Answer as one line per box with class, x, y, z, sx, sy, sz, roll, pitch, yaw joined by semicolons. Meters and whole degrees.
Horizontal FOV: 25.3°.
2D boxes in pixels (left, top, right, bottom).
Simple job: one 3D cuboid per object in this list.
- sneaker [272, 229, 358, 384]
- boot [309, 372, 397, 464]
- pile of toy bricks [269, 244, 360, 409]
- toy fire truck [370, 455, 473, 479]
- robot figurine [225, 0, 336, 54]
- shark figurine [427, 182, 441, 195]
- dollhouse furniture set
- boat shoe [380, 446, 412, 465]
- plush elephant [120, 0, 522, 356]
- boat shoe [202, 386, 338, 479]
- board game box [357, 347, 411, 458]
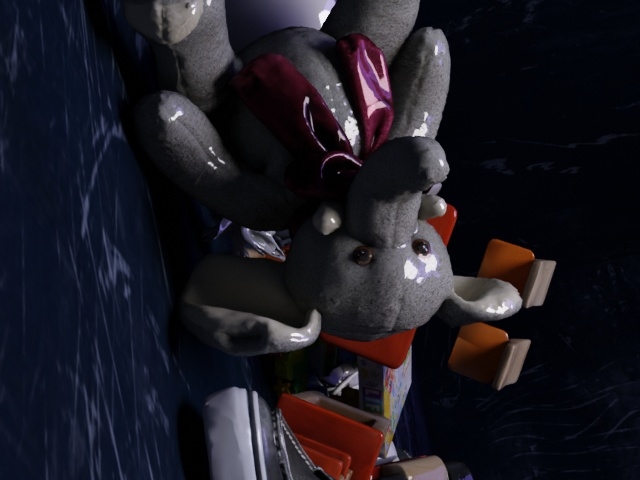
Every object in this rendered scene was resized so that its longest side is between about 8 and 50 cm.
sneaker;0.001;0.046;1.494;0.163;0.086;0.226;-119;-170;-49
boot;0.022;0.197;1.584;0.258;0.095;0.123;97;-24;-82
pile of toy bricks;-0.016;0.104;1.397;0.105;0.118;0.212;-19;115;-57
toy fire truck;0.097;0.375;1.727;0.246;0.159;0.217;-20;-100;55
robot figurine;-0.041;-0.182;1.290;0.278;0.209;0.173;44;46;-80
shark figurine;0.022;0.045;1.653;0.278;0.166;0.116;-57;-135;38
dollhouse furniture set;0.040;0.079;1.240;0.135;0.262;0.259;0;109;-75
boat shoe;0.146;0.416;1.912;0.127;0.113;0.340;14;-59;62
plush elephant;0.013;-0.042;1.048;0.255;0.272;0.330;51;-37;37
boat shoe;0.000;0.226;1.060;0.121;0.119;0.335;-96;171;-49
board game box;0.064;0.127;1.399;0.154;0.026;0.103;86;20;-46
